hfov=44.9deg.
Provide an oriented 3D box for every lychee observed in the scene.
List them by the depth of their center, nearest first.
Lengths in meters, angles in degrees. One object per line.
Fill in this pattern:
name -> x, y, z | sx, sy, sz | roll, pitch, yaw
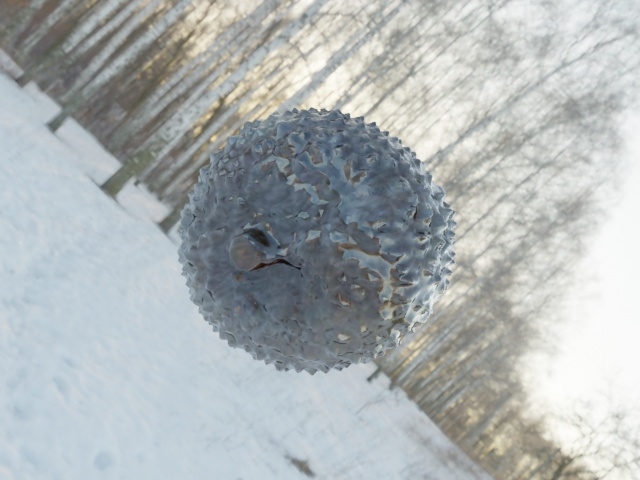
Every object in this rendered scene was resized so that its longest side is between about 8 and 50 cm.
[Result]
lychee -> -0.004, -0.004, 0.833 | 0.300, 0.300, 0.300 | 47, -3, 4
